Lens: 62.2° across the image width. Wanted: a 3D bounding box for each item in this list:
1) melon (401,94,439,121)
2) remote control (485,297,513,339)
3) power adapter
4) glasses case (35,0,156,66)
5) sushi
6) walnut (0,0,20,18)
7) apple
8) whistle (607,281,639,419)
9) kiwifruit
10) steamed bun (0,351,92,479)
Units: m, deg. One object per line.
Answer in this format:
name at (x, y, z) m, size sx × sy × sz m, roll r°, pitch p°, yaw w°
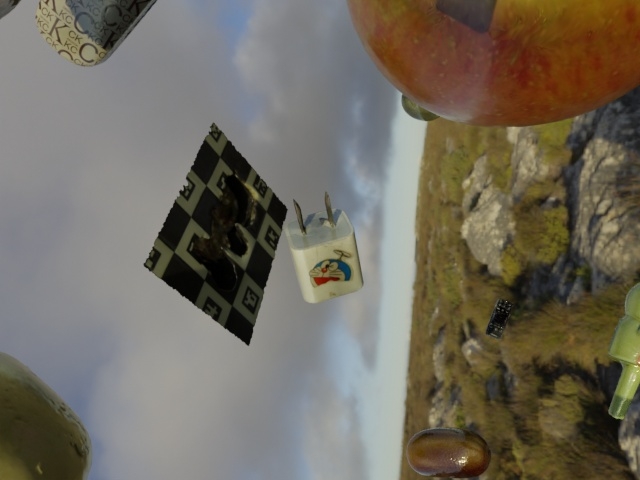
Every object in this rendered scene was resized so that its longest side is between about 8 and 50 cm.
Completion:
melon at (0.277, -0.370, 1.420) m, size 0.098 × 0.130 × 0.098 m, roll -32°, pitch 51°, yaw 51°
remote control at (0.414, 0.183, 1.230) m, size 0.014 × 0.039 × 0.096 m, roll 85°, pitch -150°, yaw -71°
power adapter at (0.000, 0.000, 1.040) m, size 0.125 × 0.130 × 0.205 m, roll -112°, pitch 7°, yaw -57°
glasses case at (-0.338, -0.449, 0.894) m, size 0.137 × 0.354 × 0.085 m, roll 42°, pitch -162°, yaw -21°
sushi at (-0.224, -0.009, 1.093) m, size 0.296 × 0.100 × 0.373 m, roll 49°, pitch -140°, yaw -39°
walnut at (-0.412, -0.341, 0.530) m, size 0.227 × 0.273 × 0.273 m, roll -54°, pitch -32°, yaw -47°
apple at (0.187, -0.271, 0.481) m, size 0.339 × 0.339 × 0.340 m, roll 4°, pitch -90°, yaw -80°
whistle at (0.586, 0.186, 0.957) m, size 0.131 × 0.106 × 0.288 m, roll 31°, pitch -101°, yaw -58°
kiwifruit at (0.186, 0.311, 0.776) m, size 0.075 × 0.124 × 0.075 m, roll 35°, pitch -133°, yaw -48°
steamed bun at (-0.376, 0.252, 0.605) m, size 0.166 × 0.232 × 0.273 m, roll -43°, pitch 8°, yaw 17°
